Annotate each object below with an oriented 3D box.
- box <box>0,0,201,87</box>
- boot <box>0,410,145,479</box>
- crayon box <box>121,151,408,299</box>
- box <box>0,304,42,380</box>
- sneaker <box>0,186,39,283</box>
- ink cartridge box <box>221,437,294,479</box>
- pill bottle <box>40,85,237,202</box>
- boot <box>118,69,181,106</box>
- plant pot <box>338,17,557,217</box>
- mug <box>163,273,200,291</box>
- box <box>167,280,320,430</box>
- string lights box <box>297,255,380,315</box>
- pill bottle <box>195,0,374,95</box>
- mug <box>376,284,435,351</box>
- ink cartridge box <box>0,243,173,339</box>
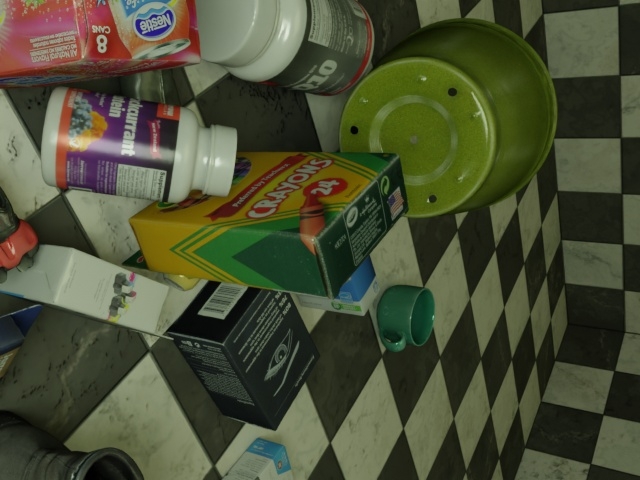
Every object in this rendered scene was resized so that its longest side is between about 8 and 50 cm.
[{"bbox_3d":[-0.244,-0.202,0.565,0.128,0.257,0.122,-20,109,-55],"label":"box"},{"bbox_3d":[-0.232,0.331,0.696,0.118,0.223,0.338,-57,138,-37],"label":"boot"},{"bbox_3d":[-0.081,-0.033,0.787,0.202,0.319,0.081,-46,131,-45],"label":"crayon box"},{"bbox_3d":[-0.356,0.137,0.572,0.036,0.136,0.225,50,35,11],"label":"box"},{"bbox_3d":[-0.376,0.013,0.542,0.276,0.098,0.135,-42,129,-49],"label":"sneaker"},{"bbox_3d":[-0.119,0.418,1.034,0.180,0.060,0.104,-41,128,-47],"label":"ink cartridge box"},{"bbox_3d":[-0.193,-0.099,0.709,0.194,0.108,0.108,7,88,-15],"label":"pill bottle"},{"bbox_3d":[-0.228,-0.168,0.781,0.190,0.076,0.208,-16,115,-53],"label":"boot"},{"bbox_3d":[0.200,-0.189,1.095,0.353,0.367,0.366,-36,125,-63],"label":"plant pot"},{"bbox_3d":[-0.181,0.031,0.877,0.064,0.062,0.078,-59,177,-20],"label":"mug"},{"bbox_3d":[-0.106,0.157,0.970,0.153,0.108,0.207,-55,138,-38],"label":"box"},{"bbox_3d":[0.000,0.000,1.087,0.076,0.133,0.259,-53,135,-40],"label":"string lights box"},{"bbox_3d":[-0.056,-0.302,0.931,0.283,0.161,0.161,-8,101,-56],"label":"pill bottle"},{"bbox_3d":[0.175,0.163,1.416,0.158,0.097,0.129,-6,101,-56],"label":"mug"},{"bbox_3d":[-0.251,0.059,0.734,0.181,0.104,0.061,35,66,-55],"label":"ink cartridge box"}]
